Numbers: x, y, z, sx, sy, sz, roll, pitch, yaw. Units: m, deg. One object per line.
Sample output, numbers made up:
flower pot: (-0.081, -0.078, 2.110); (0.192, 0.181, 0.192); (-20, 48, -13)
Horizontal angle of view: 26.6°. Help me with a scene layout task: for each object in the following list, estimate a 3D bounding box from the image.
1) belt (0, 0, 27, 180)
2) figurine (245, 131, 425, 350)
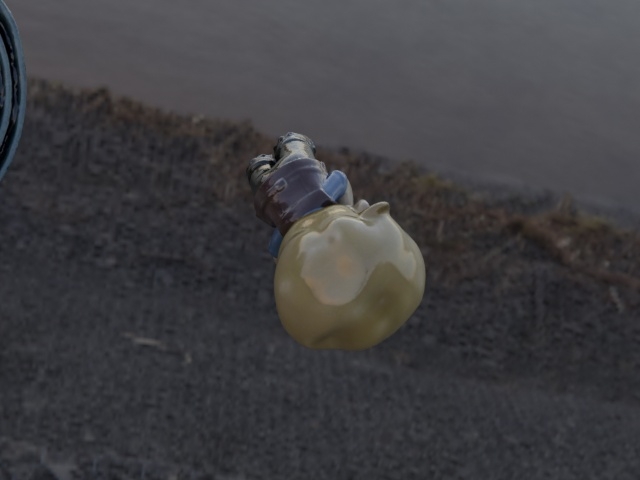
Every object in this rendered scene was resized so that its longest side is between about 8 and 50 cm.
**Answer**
belt: (-0.319, -0.113, 0.864); (0.267, 0.206, 0.116); (25, -11, -34)
figurine: (0.000, 0.000, 1.019); (0.114, 0.108, 0.196); (-34, 42, 2)
